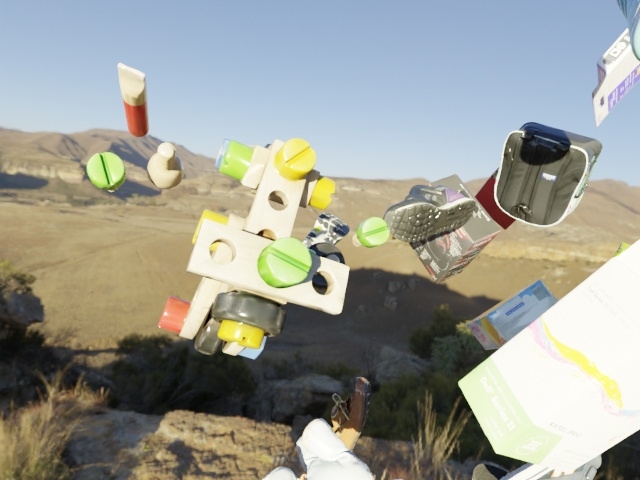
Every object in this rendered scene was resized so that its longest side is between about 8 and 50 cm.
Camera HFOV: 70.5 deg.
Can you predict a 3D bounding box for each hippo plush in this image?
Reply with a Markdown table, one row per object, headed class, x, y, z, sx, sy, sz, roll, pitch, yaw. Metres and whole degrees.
| class | x | y | z | sx | sy | sz | roll | pitch | yaw |
| --- | --- | --- | --- | --- | --- | --- | --- | --- | --- |
| hippo plush | -0.009 | 0.589 | 1.017 | 0.294 | 0.234 | 0.237 | 27 | 40 | 37 |

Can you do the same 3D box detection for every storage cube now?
| class | x | y | z | sx | sy | sz | roll | pitch | yaw |
| --- | --- | --- | --- | --- | --- | --- | --- | --- | --- |
| storage cube | 0.743 | -0.194 | 1.766 | 0.184 | 0.215 | 0.193 | 42 | -25 | 13 |

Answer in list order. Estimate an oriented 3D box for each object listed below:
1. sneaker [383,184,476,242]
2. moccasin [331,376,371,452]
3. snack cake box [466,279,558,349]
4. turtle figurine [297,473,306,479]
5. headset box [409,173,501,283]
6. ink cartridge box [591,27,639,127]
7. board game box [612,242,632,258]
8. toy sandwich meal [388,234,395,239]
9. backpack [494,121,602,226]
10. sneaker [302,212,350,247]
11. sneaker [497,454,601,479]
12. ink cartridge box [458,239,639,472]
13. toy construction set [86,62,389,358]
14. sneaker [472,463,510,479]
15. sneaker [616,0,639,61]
| class | x | y | z | sx | sy | sz | roll | pitch | yaw |
| --- | --- | --- | --- | --- | --- | --- | --- | --- | --- |
| sneaker | 0.237 | -0.076 | 1.097 | 0.284 | 0.107 | 0.124 | -8 | 40 | -37 |
| moccasin | 0.095 | 0.670 | 1.719 | 0.147 | 0.379 | 0.139 | 20 | 31 | 9 |
| snack cake box | 0.478 | 0.195 | 1.138 | 0.152 | 0.089 | 0.264 | -34 | -17 | -3 |
| turtle figurine | -0.106 | 0.809 | 1.275 | 0.087 | 0.269 | 0.217 | 18 | -35 | -19 |
| headset box | 0.381 | -0.037 | 1.350 | 0.110 | 0.218 | 0.293 | -21 | -25 | -22 |
| ink cartridge box | 0.687 | -0.388 | 1.037 | 0.045 | 0.208 | 0.206 | 46 | 15 | 31 |
| board game box | 0.609 | 0.101 | 0.923 | 0.043 | 0.181 | 0.092 | 25 | 12 | 2 |
| toy sandwich meal | 0.247 | -0.031 | 1.618 | 0.086 | 0.029 | 0.085 | 22 | -16 | 7 |
| backpack | 0.596 | -0.173 | 1.212 | 0.225 | 0.253 | 0.191 | 30 | 40 | 35 |
| sneaker | 0.000 | 0.000 | 1.404 | 0.107 | 0.110 | 0.275 | 38 | 38 | 6 |
| sneaker | 0.573 | 0.566 | 1.077 | 0.321 | 0.127 | 0.126 | -31 | -28 | -2 |
| ink cartridge box | 0.399 | 0.162 | 0.618 | 0.207 | 0.353 | 0.119 | 27 | 26 | -30 |
| toy construction set | -0.082 | -0.037 | 0.427 | 0.309 | 0.257 | 0.237 | 44 | -20 | -7 |
| sneaker | 0.565 | 0.781 | 1.297 | 0.296 | 0.178 | 0.124 | 29 | 49 | 31 |
| sneaker | 0.462 | -0.401 | 0.547 | 0.127 | 0.318 | 0.208 | 13 | 46 | 5 |
